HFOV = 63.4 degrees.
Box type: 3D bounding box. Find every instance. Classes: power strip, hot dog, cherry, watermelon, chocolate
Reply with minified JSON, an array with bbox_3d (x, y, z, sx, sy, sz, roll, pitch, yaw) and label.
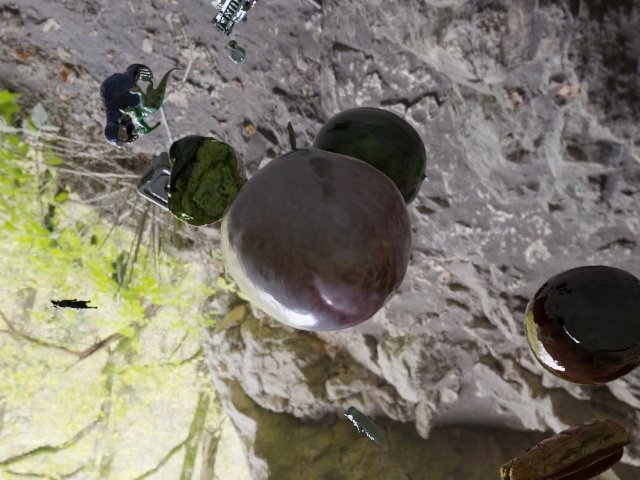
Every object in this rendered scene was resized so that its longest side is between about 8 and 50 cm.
[{"bbox_3d":[-0.260,-0.578,1.600,0.055,0.035,0.083,-17,147,7],"label":"power strip"},{"bbox_3d":[0.419,0.374,0.885,0.268,0.072,0.115,-9,131,-22],"label":"hot dog"},{"bbox_3d":[-0.013,0.000,0.862,0.325,0.335,0.292,9,121,11],"label":"cherry"},{"bbox_3d":[0.146,-0.234,1.567,0.362,0.364,0.363,-5,150,-3],"label":"watermelon"},{"bbox_3d":[0.358,0.116,0.703,0.176,0.177,0.177,-5,150,-3],"label":"chocolate"}]

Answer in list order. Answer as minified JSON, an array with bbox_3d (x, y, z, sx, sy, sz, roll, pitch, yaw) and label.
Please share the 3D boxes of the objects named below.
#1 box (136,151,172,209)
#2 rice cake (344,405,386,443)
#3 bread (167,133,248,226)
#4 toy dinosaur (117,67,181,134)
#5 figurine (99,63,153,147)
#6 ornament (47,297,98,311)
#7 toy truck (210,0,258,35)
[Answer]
[{"bbox_3d":[-0.520,-0.197,1.840,0.162,0.130,0.227,-40,130,21],"label":"box"},{"bbox_3d":[0.114,0.470,1.310,0.042,0.030,0.180,-49,131,-11],"label":"rice cake"},{"bbox_3d":[-0.315,-0.169,1.482,0.208,0.252,0.376,5,-177,-10],"label":"bread"},{"bbox_3d":[-0.178,-0.145,0.555,0.083,0.021,0.062,-23,146,-8],"label":"toy dinosaur"},{"bbox_3d":[-0.517,-0.349,1.343,0.120,0.262,0.164,15,130,-24],"label":"figurine"},{"bbox_3d":[-0.571,0.148,1.184,0.125,0.028,0.073,-9,163,39],"label":"ornament"},{"bbox_3d":[-0.214,-0.733,1.473,0.132,0.185,0.338,34,147,-23],"label":"toy truck"}]
